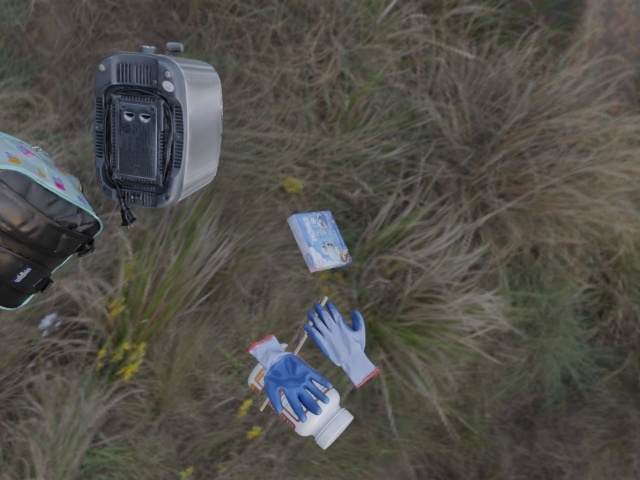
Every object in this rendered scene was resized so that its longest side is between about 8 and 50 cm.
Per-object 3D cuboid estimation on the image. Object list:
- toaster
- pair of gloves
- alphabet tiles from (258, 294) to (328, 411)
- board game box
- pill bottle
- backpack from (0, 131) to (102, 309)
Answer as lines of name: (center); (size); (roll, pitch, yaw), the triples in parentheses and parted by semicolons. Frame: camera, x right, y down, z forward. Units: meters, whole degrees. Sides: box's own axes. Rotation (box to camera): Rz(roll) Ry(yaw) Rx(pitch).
toaster: (-0.202, -0.137, 1.078); (0.129, 0.146, 0.227); (8, 107, 17)
pair of gloves: (-0.006, 0.182, 1.308); (0.198, 0.023, 0.159); (-32, 63, -14)
alphabet tiles: (-0.054, 0.207, 1.599); (0.009, 0.198, 0.237); (31, 85, -3)
board game box: (0.000, 0.000, 1.278); (0.090, 0.020, 0.090); (-10, 72, -51)
pill bottle: (-0.039, 0.329, 1.759); (0.216, 0.121, 0.121); (42, 65, 13)
backpack: (-0.353, -0.034, 0.895); (0.166, 0.188, 0.144); (-39, 64, 6)
